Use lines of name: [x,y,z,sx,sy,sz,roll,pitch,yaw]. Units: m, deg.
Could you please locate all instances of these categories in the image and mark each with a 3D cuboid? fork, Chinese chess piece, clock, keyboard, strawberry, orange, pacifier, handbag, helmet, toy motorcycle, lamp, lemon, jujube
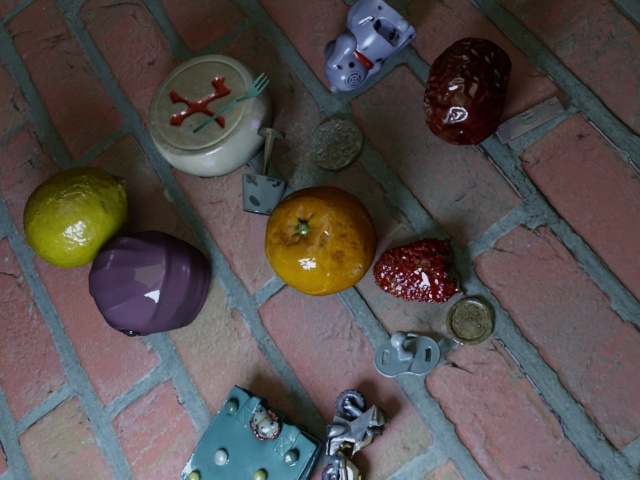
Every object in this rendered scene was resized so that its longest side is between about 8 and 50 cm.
fork: [-0.227,-0.342,2.057,0.235,0.021,0.039,-37,59,3]
Chinese chess piece: [-0.291,-0.333,2.162,0.338,0.140,0.338,-7,69,17]
clock: [0.102,-0.491,2.083,0.254,0.189,0.189,-50,61,13]
keyboard: [0.497,-0.287,1.931,0.165,0.017,0.055,-27,68,8]
strawberry: [0.215,0.074,1.854,0.208,0.087,0.167,-18,67,14]
orange: [0.000,0.000,1.879,0.261,0.261,0.261,-7,68,17]
pacifier: [0.187,0.237,1.789,0.150,0.117,0.127,-3,43,23]
handbag: [-0.160,0.492,1.786,0.268,0.100,0.274,30,93,34]
helmet: [-0.456,0.096,2.028,0.338,0.197,0.271,0,73,19]
toy motorcycle: [0.077,0.442,1.760,0.129,0.094,0.229,7,78,20]
lamp: [-0.137,-0.172,2.053,0.121,0.121,0.215,8,84,22]
lemon: [-0.630,-0.062,2.120,0.310,0.253,0.253,-33,63,3]
jujube: [0.340,-0.347,1.900,0.212,0.213,0.232,4,64,21]

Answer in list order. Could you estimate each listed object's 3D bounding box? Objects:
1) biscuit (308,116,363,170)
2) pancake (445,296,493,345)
biscuit: [0.039,-0.247,2.077,0.152,0.020,0.152,-7,66,17]
pancake: [0.334,0.181,1.813,0.114,0.011,0.115,-6,70,17]
